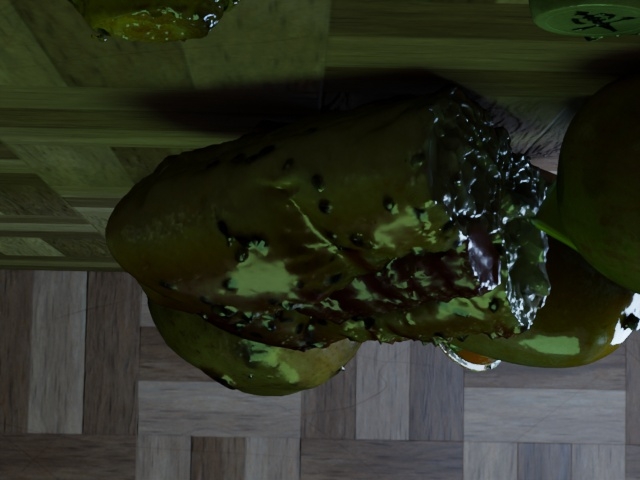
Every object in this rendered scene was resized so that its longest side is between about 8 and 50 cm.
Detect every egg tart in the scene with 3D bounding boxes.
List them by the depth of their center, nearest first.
[{"bbox_3d":[-0.103,-0.152,1.031,0.130,0.052,0.130,-2,175,0],"label":"egg tart"}]

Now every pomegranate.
[{"bbox_3d":[-0.074,0.062,2.087,0.281,0.281,0.281,1,174,0],"label":"pomegranate"}]

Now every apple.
[{"bbox_3d":[0.282,-0.043,1.328,0.196,0.196,0.196,1,174,0],"label":"apple"}]

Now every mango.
[{"bbox_3d":[0.182,0.014,1.833,0.384,0.221,0.199,22,155,34],"label":"mango"}]

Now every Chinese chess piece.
[{"bbox_3d":[0.173,-0.152,1.055,0.084,0.034,0.084,1,173,0],"label":"Chinese chess piece"}]

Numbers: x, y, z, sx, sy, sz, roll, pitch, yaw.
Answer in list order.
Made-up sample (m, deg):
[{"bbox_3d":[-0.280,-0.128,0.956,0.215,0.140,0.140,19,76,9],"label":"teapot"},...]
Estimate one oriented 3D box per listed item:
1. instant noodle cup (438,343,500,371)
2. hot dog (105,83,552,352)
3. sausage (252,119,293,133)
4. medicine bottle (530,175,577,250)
[{"bbox_3d":[0.247,0.032,2.041,0.182,0.230,0.230,-16,165,37],"label":"instant noodle cup"},{"bbox_3d":[0.000,0.000,1.565,0.365,0.196,0.367,-5,160,25],"label":"hot dog"},{"bbox_3d":[0.013,-0.096,1.613,0.158,0.036,0.042,2,-151,-2],"label":"sausage"},{"bbox_3d":[0.329,-0.003,1.480,0.250,0.141,0.137,33,-173,20],"label":"medicine bottle"}]
